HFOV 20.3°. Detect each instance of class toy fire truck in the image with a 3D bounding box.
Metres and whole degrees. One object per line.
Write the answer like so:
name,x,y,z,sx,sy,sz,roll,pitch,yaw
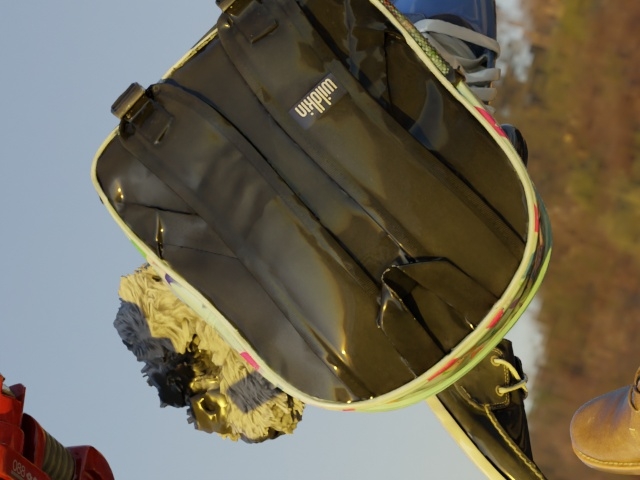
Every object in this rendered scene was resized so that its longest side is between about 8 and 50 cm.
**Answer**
toy fire truck,-0.275,0.188,1.587,0.217,0.158,0.246,52,-145,-54

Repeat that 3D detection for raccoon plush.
raccoon plush,0.000,0.000,1.695,0.299,0.216,0.446,-39,-12,-41

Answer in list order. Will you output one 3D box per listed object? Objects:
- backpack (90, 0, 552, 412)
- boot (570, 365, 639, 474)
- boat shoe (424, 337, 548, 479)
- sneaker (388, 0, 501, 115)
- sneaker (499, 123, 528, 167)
backpack,0.014,-0.018,1.116,0.225,0.253,0.191,-45,-18,2
boot,0.329,0.145,1.693,0.305,0.115,0.112,-21,37,53
boat shoe,0.113,0.105,1.295,0.079,0.233,0.084,-37,-23,4
sneaker,0.112,-0.091,1.450,0.236,0.130,0.323,16,89,67
sneaker,0.126,-0.064,1.662,0.188,0.067,0.078,-29,-50,-33
